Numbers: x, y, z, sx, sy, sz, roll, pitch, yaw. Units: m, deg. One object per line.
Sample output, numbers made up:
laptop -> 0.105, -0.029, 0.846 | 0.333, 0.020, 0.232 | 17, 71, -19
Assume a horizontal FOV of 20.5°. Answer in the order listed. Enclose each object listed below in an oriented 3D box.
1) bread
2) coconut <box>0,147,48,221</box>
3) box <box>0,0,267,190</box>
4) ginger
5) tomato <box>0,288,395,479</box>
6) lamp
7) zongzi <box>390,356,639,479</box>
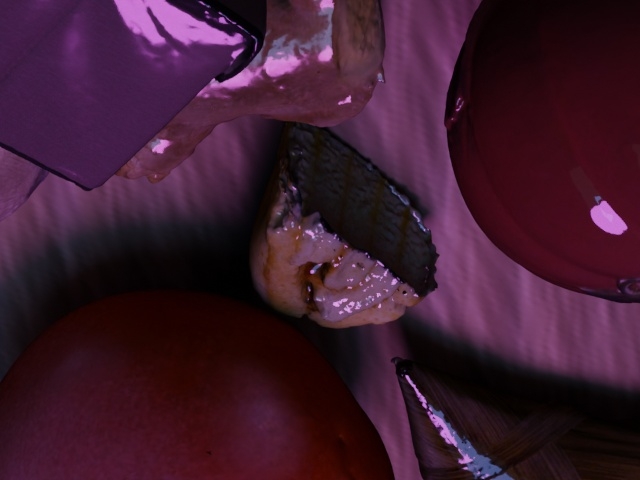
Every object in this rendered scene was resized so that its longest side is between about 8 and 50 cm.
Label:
bread -> -0.005, -0.003, 1.232 | 0.110, 0.103, 0.156 | -26, 124, 35
coconut -> -0.271, -0.078, 1.055 | 0.230, 0.227, 0.227 | 28, 126, -16
box -> -0.141, -0.175, 0.951 | 0.188, 0.252, 0.153 | 29, 127, -27
ginger -> -0.063, -0.114, 1.137 | 0.213, 0.074, 0.137 | -17, 126, 20
tomato -> -0.105, 0.206, 1.266 | 0.321, 0.321, 0.321 | -1, 133, -1
lamp -> 0.223, -0.085, 1.043 | 0.303, 0.257, 0.303 | -20, 169, -4
zongzi -> 0.181, 0.153, 1.368 | 0.221, 0.112, 0.242 | -10, 132, 8
